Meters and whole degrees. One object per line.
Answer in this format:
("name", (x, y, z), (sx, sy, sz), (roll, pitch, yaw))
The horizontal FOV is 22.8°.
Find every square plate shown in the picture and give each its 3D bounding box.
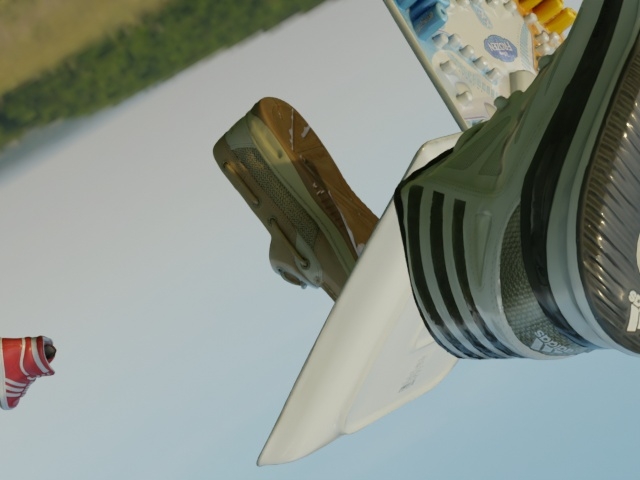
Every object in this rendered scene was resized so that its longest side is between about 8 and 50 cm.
("square plate", (0.108, 0.043, 1.478), (0.347, 0.049, 0.344), (-18, 139, -59))

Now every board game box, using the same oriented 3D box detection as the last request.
("board game box", (0.281, -0.151, 1.886), (0.050, 0.390, 0.390), (-38, 165, 31))

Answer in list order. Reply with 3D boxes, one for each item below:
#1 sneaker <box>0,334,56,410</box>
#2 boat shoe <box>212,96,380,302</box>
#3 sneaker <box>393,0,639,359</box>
("sneaker", (-0.306, 0.138, 1.654), (0.067, 0.042, 0.118), (-6, 145, -8))
("boat shoe", (0.000, 0.000, 1.818), (0.110, 0.341, 0.121), (-39, 165, 25))
("sneaker", (0.172, -0.118, 1.041), (0.257, 0.169, 0.447), (-14, -136, 53))
